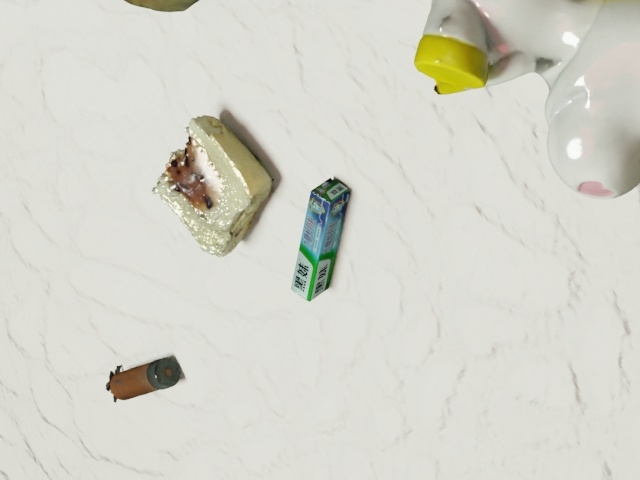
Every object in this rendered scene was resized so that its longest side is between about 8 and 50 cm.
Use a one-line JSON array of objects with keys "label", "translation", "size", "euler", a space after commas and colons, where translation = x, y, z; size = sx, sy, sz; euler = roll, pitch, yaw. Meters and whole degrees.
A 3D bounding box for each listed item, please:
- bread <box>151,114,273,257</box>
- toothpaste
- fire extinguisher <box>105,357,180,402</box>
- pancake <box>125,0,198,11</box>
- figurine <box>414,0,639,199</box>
[{"label": "bread", "translation": [-0.067, -0.034, 1.220], "size": [0.070, 0.035, 0.083], "euler": [51, 139, 9]}, {"label": "toothpaste", "translation": [0.000, 0.000, 1.178], "size": [0.017, 0.020, 0.083], "euler": [34, 136, 24]}, {"label": "fire extinguisher", "translation": [-0.130, 0.099, 1.390], "size": [0.083, 0.022, 0.028], "euler": [-20, 60, 53]}, {"label": "pancake", "translation": [-0.128, -0.243, 1.123], "size": [0.222, 0.042, 0.236], "euler": [31, 142, 39]}, {"label": "figurine", "translation": [0.134, -0.091, 0.920], "size": [0.178, 0.109, 0.129], "euler": [40, 116, 19]}]
